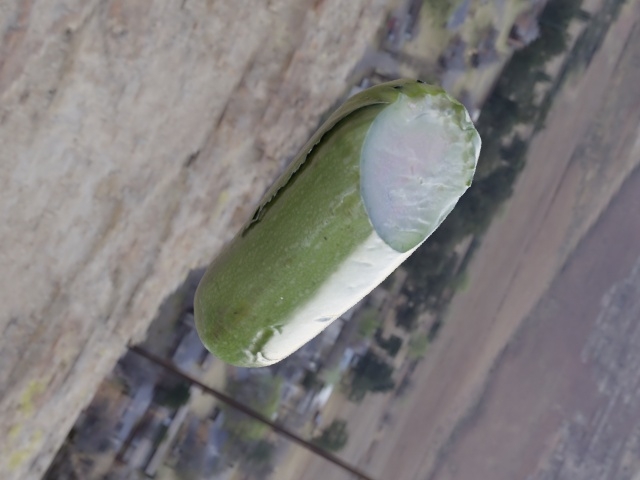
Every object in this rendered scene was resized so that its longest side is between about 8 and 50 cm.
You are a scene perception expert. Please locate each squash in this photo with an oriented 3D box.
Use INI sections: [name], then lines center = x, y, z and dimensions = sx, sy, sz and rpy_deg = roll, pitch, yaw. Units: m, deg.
[squash]
center = 0.000, 0.000, 0.564
dimensions = 0.069, 0.069, 0.239
rpy_deg = -52, -177, -38
